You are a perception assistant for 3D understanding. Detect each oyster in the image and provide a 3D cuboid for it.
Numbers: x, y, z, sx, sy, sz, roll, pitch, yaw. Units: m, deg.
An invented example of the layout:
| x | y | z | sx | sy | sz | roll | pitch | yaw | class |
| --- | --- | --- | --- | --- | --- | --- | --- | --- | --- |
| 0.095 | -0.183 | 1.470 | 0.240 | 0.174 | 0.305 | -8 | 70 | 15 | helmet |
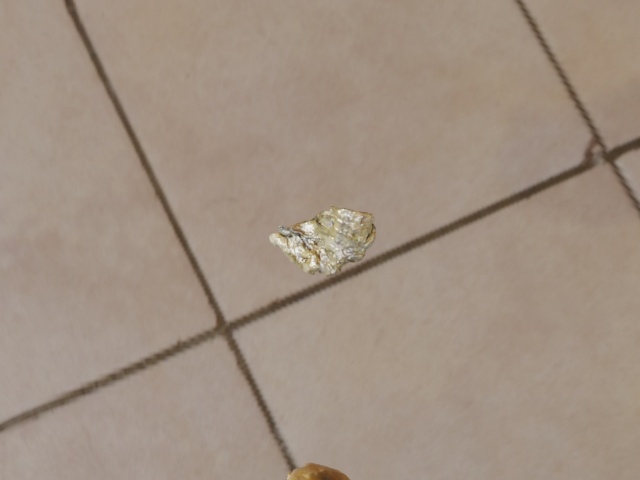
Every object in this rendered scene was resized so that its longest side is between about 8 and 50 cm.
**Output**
| x | y | z | sx | sy | sz | roll | pitch | yaw | class |
| --- | --- | --- | --- | --- | --- | --- | --- | --- | --- |
| 0.000 | 0.000 | 1.055 | 0.081 | 0.083 | 0.038 | 16 | 65 | 0 | oyster |

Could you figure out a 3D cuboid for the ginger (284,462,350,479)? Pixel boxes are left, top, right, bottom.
| x | y | z | sx | sy | sz | roll | pitch | yaw | class |
| --- | --- | --- | --- | --- | --- | --- | --- | --- | --- |
| 0.004 | 0.282 | 1.276 | 0.095 | 0.069 | 0.190 | -18 | 41 | 4 | ginger |
